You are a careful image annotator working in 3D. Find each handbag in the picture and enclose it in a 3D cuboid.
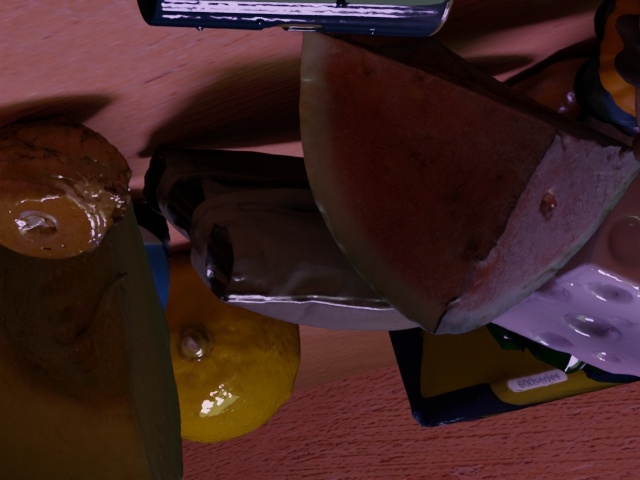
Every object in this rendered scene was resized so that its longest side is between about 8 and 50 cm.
[{"bbox_3d":[-0.005,-0.002,1.652,0.253,0.109,0.316,6,-162,-21],"label":"handbag"}]

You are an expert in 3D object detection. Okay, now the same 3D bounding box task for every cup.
[{"bbox_3d":[-0.023,-0.174,1.024,0.155,0.131,0.176,-4,-166,-16],"label":"cup"}]

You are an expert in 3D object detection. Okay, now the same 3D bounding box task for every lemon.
[{"bbox_3d":[-0.136,0.128,2.285,0.233,0.234,0.288,-11,179,-2],"label":"lemon"}]

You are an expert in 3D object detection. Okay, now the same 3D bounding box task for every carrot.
[{"bbox_3d":[0.199,-0.120,1.716,0.072,0.072,0.205,-7,167,-24],"label":"carrot"}]

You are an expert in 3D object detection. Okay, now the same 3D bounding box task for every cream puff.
[{"bbox_3d":[-0.214,-0.046,1.538,0.133,0.104,0.119,-25,133,27],"label":"cream puff"}]

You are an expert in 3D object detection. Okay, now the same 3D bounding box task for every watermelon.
[{"bbox_3d":[0.100,-0.065,1.471,0.256,0.260,0.176,-55,169,-38],"label":"watermelon"}]

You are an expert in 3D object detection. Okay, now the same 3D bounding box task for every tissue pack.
[{"bbox_3d":[0.284,0.041,2.163,0.416,0.264,0.253,-19,172,42],"label":"tissue pack"}]

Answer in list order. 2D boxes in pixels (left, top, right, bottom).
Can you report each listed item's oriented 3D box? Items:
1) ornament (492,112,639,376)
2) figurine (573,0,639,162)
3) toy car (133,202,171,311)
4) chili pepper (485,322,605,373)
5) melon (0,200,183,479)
[{"bbox_3d":[0.323,-0.014,1.706,0.239,0.240,0.239,23,161,-11],"label":"ornament"},{"bbox_3d":[0.271,-0.151,1.359,0.204,0.185,0.332,21,171,-28],"label":"figurine"},{"bbox_3d":[-0.252,0.071,1.922,0.188,0.190,0.255,-6,171,-34],"label":"toy car"},{"bbox_3d":[0.249,-0.003,1.913,0.165,0.261,0.174,3,-173,-28],"label":"chili pepper"},{"bbox_3d":[-0.244,0.096,1.653,0.331,0.344,0.226,1,160,-44],"label":"melon"}]
